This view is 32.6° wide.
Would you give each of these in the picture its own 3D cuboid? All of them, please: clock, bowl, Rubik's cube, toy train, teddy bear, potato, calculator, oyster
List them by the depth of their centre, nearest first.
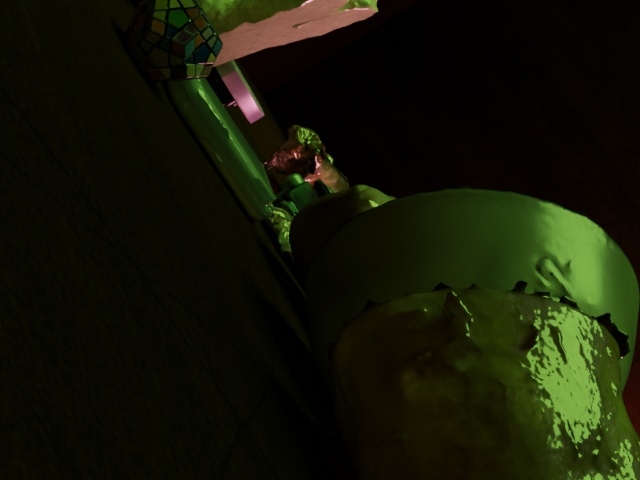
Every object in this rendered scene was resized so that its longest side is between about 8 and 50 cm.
[{"bbox_3d":[0.144,0.213,0.883,0.237,0.289,0.301,-89,-175,-50],"label":"potato"},{"bbox_3d":[0.149,0.131,1.107,0.185,0.354,0.354,-82,150,-42],"label":"bowl"},{"bbox_3d":[-0.166,-0.227,1.238,0.111,0.111,0.093,-102,-174,-80],"label":"Rubik's cube"},{"bbox_3d":[-0.127,-0.133,1.404,0.246,0.045,0.141,57,4,-30],"label":"calculator"},{"bbox_3d":[-0.015,0.015,1.589,0.209,0.072,0.133,55,2,-29],"label":"oyster"},{"bbox_3d":[-0.155,-0.452,1.600,0.327,0.375,0.362,-12,85,-68],"label":"teddy bear"},{"bbox_3d":[0.000,0.000,1.870,0.248,0.101,0.159,60,-13,-6],"label":"toy train"},{"bbox_3d":[-0.176,-0.298,1.998,0.198,0.064,0.172,59,3,-10],"label":"clock"},{"bbox_3d":[-0.024,-0.121,2.187,0.198,0.133,0.337,52,-5,31],"label":"oyster"}]

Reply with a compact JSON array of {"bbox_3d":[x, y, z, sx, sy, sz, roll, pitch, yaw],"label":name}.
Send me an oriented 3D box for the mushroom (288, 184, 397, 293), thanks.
[{"bbox_3d":[0.099,0.133,1.406,0.397,0.224,0.313,48,24,-34],"label":"mushroom"}]
